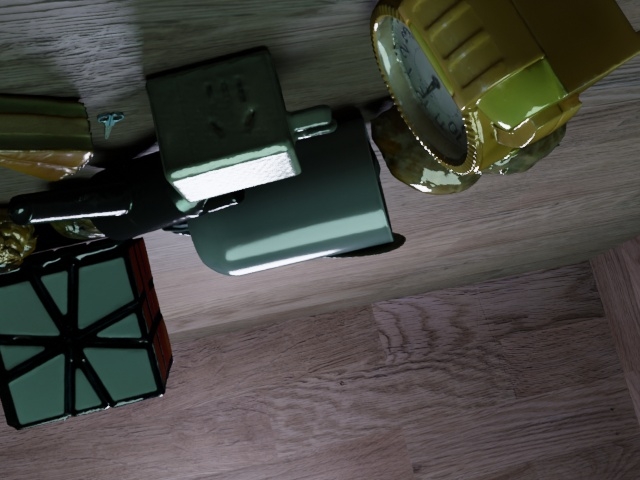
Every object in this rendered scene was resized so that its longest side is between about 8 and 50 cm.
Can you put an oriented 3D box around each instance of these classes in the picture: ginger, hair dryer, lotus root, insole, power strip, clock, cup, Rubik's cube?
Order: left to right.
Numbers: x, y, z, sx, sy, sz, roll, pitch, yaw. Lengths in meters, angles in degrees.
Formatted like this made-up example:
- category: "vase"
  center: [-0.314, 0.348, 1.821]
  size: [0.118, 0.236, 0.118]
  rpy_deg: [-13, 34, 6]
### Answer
- category: "Rubik's cube"
  center: [-0.445, 0.155, 1.675]
  size: [0.289, 0.293, 0.283]
  rpy_deg: [-11, -176, -4]
- category: "lotus root"
  center: [-0.376, -0.046, 1.466]
  size: [0.179, 0.081, 0.089]
  rpy_deg: [0, 121, -62]
- category: "hair dryer"
  center: [-0.278, -0.065, 1.265]
  size: [0.244, 0.116, 0.302]
  rpy_deg: [-16, -179, 34]
- category: "power strip"
  center: [-0.094, -0.151, 1.166]
  size: [0.224, 0.140, 0.139]
  rpy_deg: [-15, 167, 1]
- category: "cup"
  center: [-0.051, -0.063, 1.456]
  size: [0.312, 0.205, 0.205]
  rpy_deg: [-14, 168, 5]
- category: "insole"
  center: [0.000, 0.000, 1.564]
  size: [0.348, 0.009, 0.119]
  rpy_deg: [5, -154, 45]
- category: "ginger"
  center: [0.204, -0.169, 1.370]
  size: [0.256, 0.176, 0.375]
  rpy_deg: [9, 163, -15]
- category: "clock"
  center: [0.177, -0.208, 0.994]
  size: [0.200, 0.244, 0.317]
  rpy_deg: [-27, 174, -12]

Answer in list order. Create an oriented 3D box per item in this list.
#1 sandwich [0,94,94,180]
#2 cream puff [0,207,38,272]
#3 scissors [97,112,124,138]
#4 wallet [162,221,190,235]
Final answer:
- category: "sandwich"
  center: [-0.382, -0.122, 1.123]
  size: [0.163, 0.079, 0.113]
  rpy_deg: [-4, 164, -39]
- category: "cream puff"
  center: [-0.532, 0.002, 1.479]
  size: [0.133, 0.104, 0.119]
  rpy_deg: [0, 169, -45]
- category: "scissors"
  center: [-0.290, -0.156, 1.240]
  size: [0.036, 0.006, 0.083]
  rpy_deg: [-11, 167, -20]
- category: "wallet"
  center: [-0.121, -0.048, 1.765]
  size: [0.237, 0.075, 0.342]
  rpy_deg: [-13, 172, 28]
